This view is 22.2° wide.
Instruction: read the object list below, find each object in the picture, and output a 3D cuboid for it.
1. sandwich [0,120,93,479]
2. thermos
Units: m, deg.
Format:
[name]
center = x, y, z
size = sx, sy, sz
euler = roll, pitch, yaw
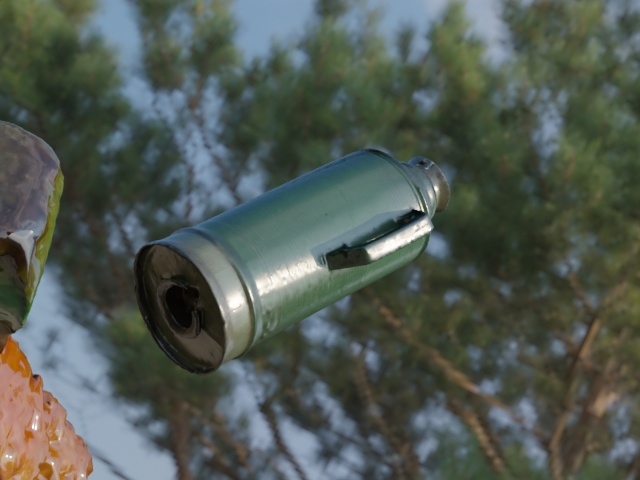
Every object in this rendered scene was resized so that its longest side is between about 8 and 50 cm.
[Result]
[sandwich]
center = -0.198, 0.045, 0.770
size = 0.250, 0.162, 0.301
euler = 1, -53, 19
[thermos]
center = -0.003, -0.002, 0.865
size = 0.073, 0.188, 0.083
euler = 54, -38, 12
